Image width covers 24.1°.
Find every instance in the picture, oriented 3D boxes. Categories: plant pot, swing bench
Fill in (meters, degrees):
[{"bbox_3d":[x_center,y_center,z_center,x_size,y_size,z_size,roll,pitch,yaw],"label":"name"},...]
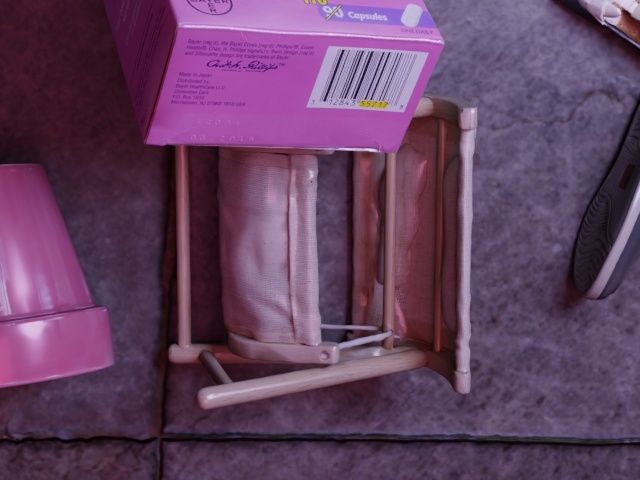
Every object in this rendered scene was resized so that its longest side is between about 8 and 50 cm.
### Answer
[{"bbox_3d":[-0.286,0.032,1.273,0.201,0.201,0.180,-8,89,-8],"label":"plant pot"},{"bbox_3d":[0.000,0.000,1.325,0.255,0.165,0.253,-3,104,-15],"label":"swing bench"}]

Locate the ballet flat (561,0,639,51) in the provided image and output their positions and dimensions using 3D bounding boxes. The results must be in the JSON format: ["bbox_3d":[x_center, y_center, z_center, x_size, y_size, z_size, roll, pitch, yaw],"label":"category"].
[{"bbox_3d":[0.288,-0.213,1.369,0.203,0.074,0.074,34,96,-16],"label":"ballet flat"}]

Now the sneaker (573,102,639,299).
[{"bbox_3d":[0.330,-0.031,1.414,0.118,0.083,0.222,21,100,-17],"label":"sneaker"}]

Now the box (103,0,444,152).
[{"bbox_3d":[-0.050,-0.195,1.191,0.213,0.243,0.117,1,135,-23],"label":"box"}]
